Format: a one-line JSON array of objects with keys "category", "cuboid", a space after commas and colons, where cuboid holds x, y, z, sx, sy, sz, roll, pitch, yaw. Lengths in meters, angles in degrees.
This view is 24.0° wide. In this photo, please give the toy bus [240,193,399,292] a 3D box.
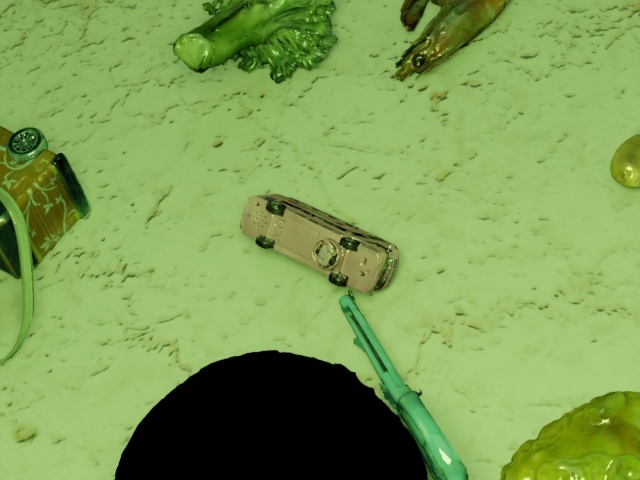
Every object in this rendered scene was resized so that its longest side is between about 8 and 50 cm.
[{"category": "toy bus", "cuboid": [0.000, 0.000, 1.855, 0.203, 0.090, 0.063, 26, 107, 28]}]

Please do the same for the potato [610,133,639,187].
[{"category": "potato", "cuboid": [0.395, -0.097, 1.862, 0.083, 0.062, 0.068, -23, 16, -41]}]

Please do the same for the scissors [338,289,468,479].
[{"category": "scissors", "cuboid": [0.092, 0.178, 1.680, 0.032, 0.180, 0.393, -27, 40, -4]}]

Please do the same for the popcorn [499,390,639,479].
[{"category": "popcorn", "cuboid": [0.295, 0.273, 1.553, 0.226, 0.200, 0.203, -25, 76, -46]}]

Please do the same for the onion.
[{"category": "onion", "cuboid": [-0.074, 0.248, 1.565, 0.337, 0.282, 0.260, -29, 56, -10]}]

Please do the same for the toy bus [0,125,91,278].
[{"category": "toy bus", "cuboid": [-0.463, -0.081, 1.992, 0.275, 0.138, 0.167, 27, 65, 26]}]

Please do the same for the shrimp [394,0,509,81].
[{"category": "shrimp", "cuboid": [0.171, -0.312, 2.075, 0.150, 0.068, 0.248, 13, 51, 35]}]

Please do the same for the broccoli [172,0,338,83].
[{"category": "broccoli", "cuboid": [-0.069, -0.296, 2.001, 0.199, 0.177, 0.275, -26, 8, 19]}]

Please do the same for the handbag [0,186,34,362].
[{"category": "handbag", "cuboid": [-0.453, 0.033, 1.854, 0.219, 0.256, 0.079, 10, 17, 19]}]
